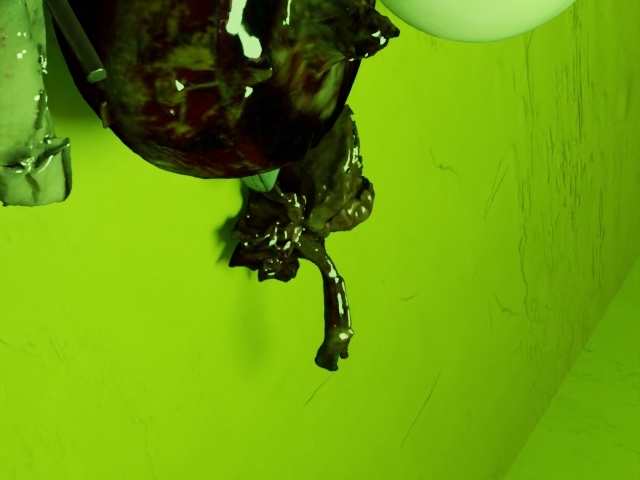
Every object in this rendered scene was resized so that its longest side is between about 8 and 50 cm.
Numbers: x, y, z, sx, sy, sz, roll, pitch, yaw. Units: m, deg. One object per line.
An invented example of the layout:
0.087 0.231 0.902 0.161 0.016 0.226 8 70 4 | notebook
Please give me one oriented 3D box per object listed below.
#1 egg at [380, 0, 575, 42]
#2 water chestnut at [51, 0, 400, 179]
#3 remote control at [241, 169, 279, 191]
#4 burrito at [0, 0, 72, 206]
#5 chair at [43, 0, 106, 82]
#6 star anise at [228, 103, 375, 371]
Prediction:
0.188 -0.371 1.596 0.345 0.283 0.283 -34 138 -36 | egg
-0.065 -0.208 1.231 0.350 0.302 0.350 -42 141 -47 | water chestnut
-0.043 -0.172 1.540 0.098 0.038 0.233 68 39 -62 | remote control
-0.292 -0.159 1.050 0.175 0.107 0.347 -27 132 -24 | burrito
-0.170 -0.314 1.003 0.183 0.326 0.175 -28 160 -25 | chair
-0.009 0.001 1.659 0.237 0.148 0.346 -24 117 -49 | star anise
